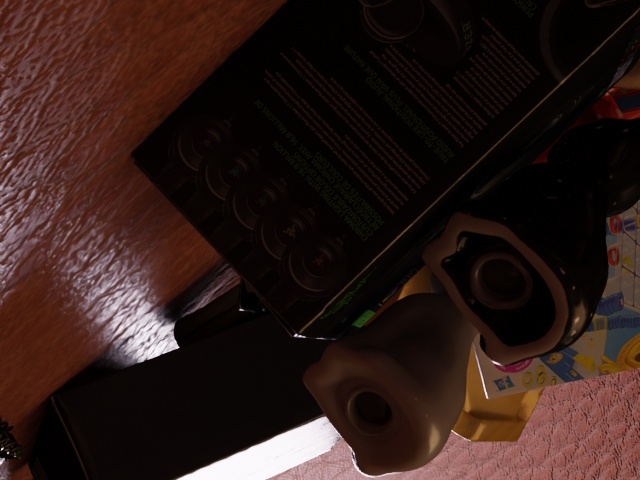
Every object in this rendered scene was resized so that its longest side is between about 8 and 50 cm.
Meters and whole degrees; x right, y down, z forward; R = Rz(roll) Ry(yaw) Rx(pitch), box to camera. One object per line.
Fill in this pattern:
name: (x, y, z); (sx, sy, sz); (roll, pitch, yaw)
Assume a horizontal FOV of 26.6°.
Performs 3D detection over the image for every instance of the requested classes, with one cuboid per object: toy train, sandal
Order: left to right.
toy train: (-0.223, 0.132, 0.886); (0.036, 0.027, 0.158); (-31, 171, -11)
sandal: (-0.002, 0.000, 1.135); (0.303, 0.086, 0.120); (-28, 161, 11)

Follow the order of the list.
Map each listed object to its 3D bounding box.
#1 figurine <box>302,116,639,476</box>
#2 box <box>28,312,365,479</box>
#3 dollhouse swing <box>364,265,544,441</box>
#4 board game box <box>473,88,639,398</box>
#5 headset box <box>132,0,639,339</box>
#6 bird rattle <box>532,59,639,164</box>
figurine: (0.109, 0.023, 0.816); (0.209, 0.092, 0.215); (-40, 173, -49)
box: (-0.095, 0.153, 1.119); (0.261, 0.103, 0.184); (-20, 165, -26)
dollhouse swing: (0.138, 0.006, 1.496); (0.315, 0.305, 0.347); (39, -72, 56)
board game box: (0.269, -0.015, 1.246); (0.302, 0.308, 0.086); (-13, -142, 8)
headset box: (0.046, -0.070, 0.787); (0.283, 0.131, 0.246); (-43, 172, 1)
bird rattle: (0.230, -0.167, 0.975); (0.143, 0.207, 0.253); (4, 159, -37)
